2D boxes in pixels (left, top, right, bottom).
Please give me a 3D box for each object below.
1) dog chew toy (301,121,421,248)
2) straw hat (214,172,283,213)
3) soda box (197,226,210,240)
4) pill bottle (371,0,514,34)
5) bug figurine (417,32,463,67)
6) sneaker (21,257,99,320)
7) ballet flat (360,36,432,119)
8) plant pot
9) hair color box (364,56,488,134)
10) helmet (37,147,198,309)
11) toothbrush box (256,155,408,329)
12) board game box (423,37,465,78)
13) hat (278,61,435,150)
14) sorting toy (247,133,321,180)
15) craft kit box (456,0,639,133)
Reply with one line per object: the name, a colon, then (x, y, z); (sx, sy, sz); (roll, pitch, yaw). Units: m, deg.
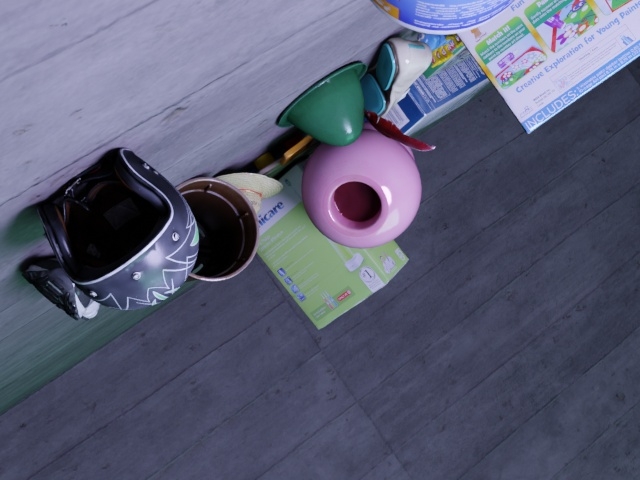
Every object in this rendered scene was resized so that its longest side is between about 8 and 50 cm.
dog chew toy: (0.083, -0.121, 1.378); (0.206, 0.206, 0.332); (-36, -167, 22)
straw hat: (-0.134, -0.065, 1.338); (0.144, 0.061, 0.144); (-4, 163, -1)
soda box: (-0.267, 0.009, 1.494); (0.092, 0.083, 0.263); (-35, 178, -12)
pill bottle: (0.092, -0.236, 0.548); (0.152, 0.152, 0.272); (-35, 178, 5)
bug figurine: (0.276, -0.387, 1.210); (0.216, 0.072, 0.279); (-31, 178, -35)
sneaker: (-0.351, 0.050, 1.111); (0.108, 0.100, 0.271); (-49, -176, -9)
ballet flat: (0.123, -0.267, 1.277); (0.086, 0.086, 0.248); (-34, 179, -15)
plant pot: (-0.208, -0.004, 1.263); (0.167, 0.167, 0.165); (-34, -174, -29)
hair color box: (0.257, -0.336, 1.705); (0.347, 0.105, 0.174); (-33, 178, -37)
helmet: (-0.215, -0.003, 0.855); (0.169, 0.161, 0.169); (-35, 178, -1)
toothbrush box: (0.000, 0.000, 1.522); (0.206, 0.283, 0.122); (-39, -179, 33)
board game box: (0.355, -0.447, 1.557); (0.317, 0.046, 0.213); (-33, 178, -40)
hat: (0.051, -0.162, 1.215); (0.173, 0.183, 0.208); (-35, 178, 3)
sorting toy: (-0.084, -0.146, 1.462); (0.196, 0.047, 0.348); (-39, 180, -26)
craft kit box: (0.313, -0.316, 1.034); (0.250, 0.246, 0.061); (-35, -179, 16)
